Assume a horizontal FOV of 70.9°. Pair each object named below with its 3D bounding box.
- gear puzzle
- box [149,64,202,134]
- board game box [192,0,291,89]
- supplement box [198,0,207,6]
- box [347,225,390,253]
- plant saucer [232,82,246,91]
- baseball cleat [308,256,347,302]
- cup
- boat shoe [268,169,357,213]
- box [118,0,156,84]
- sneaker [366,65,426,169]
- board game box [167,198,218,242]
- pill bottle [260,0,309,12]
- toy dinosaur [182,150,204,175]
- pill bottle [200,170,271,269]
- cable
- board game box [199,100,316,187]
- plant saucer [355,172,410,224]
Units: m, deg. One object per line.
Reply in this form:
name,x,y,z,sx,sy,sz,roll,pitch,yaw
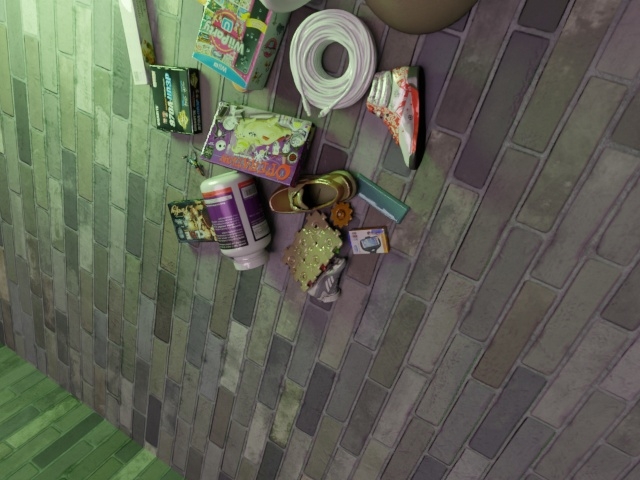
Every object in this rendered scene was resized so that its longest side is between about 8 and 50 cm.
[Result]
gear puzzle,0.000,0.000,1.493,0.175,0.044,0.339,51,120,28
box,-0.501,-0.489,1.562,0.175,0.051,0.220,14,117,23
board game box,-0.228,-0.634,1.321,0.224,0.097,0.303,34,120,13
supplement box,-0.305,-0.811,1.308,0.078,0.080,0.233,37,121,12
box,0.149,0.001,1.430,0.136,0.028,0.081,-5,108,28
plant saucer,-0.252,-0.519,1.438,0.083,0.013,0.083,11,114,25
baseball cleat,0.044,0.138,1.530,0.109,0.072,0.206,40,129,-8
cup,0.205,-0.644,1.005,0.331,0.237,0.331,11,116,24
boat shoe,-0.044,-0.145,1.411,0.324,0.120,0.122,-12,104,37
box,-0.621,-0.700,1.532,0.067,0.063,0.324,6,113,25
sneaker,0.206,-0.329,1.226,0.145,0.090,0.270,5,109,28
board game box,-0.465,-0.075,1.721,0.243,0.042,0.165,-2,109,29
pill bottle,-0.165,-0.784,1.091,0.407,0.229,0.229,52,125,8
toy dinosaur,-0.470,-0.281,1.642,0.082,0.047,0.090,27,133,38
pill bottle,-0.279,-0.069,1.539,0.181,0.181,0.323,-6,107,30
cable,0.037,-0.497,1.247,0.257,0.089,0.257,-18,100,32
board game box,-0.203,-0.310,1.424,0.347,0.056,0.208,18,92,21
plant saucer,0.177,-0.126,1.368,0.192,0.018,0.067,37,122,12
